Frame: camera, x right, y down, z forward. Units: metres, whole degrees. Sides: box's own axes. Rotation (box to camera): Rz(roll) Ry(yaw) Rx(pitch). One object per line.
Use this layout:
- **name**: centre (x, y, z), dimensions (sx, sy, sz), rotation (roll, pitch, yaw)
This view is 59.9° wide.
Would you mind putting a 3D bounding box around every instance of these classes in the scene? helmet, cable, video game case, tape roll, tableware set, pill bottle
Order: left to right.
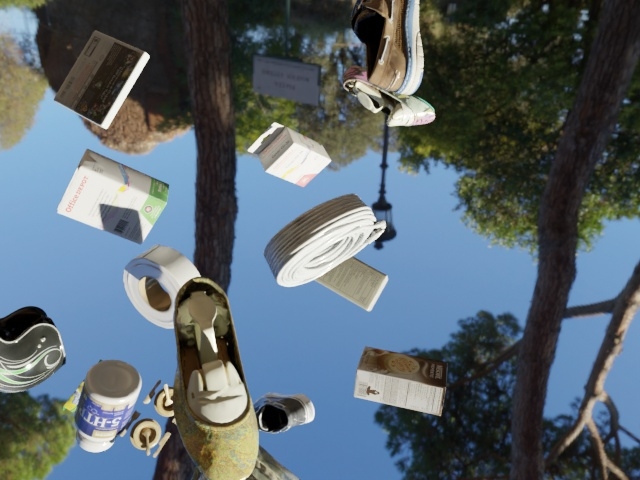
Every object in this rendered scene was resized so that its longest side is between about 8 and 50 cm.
- **helmet**: centre (-0.607, 0.216, 1.098), dimensions (0.161, 0.170, 0.169), rotation (-19, -144, -34)
- **video game case**: centre (-0.493, -0.363, 1.247), dimensions (0.173, 0.191, 0.022), rotation (28, 177, 24)
- **pill bottle**: centre (-0.453, 0.353, 1.168), dimensions (0.111, 0.187, 0.112), rotation (20, -151, -11)
- **tableware set**: centre (-0.475, 0.519, 1.622), dimensions (0.194, 0.128, 0.039), rotation (-57, -165, -22)
- **tape roll**: centre (-0.545, 0.161, 1.930), dimensions (0.286, 0.286, 0.100), rotation (16, -146, 22)
- **cable**: centre (0.000, 0.000, 1.199), dimensions (0.089, 0.257, 0.257), rotation (57, -163, 16)

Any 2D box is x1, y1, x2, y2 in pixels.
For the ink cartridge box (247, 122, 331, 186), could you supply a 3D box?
- **ink cartridge box**: centre (-0.081, -0.222, 1.457), dimensions (0.198, 0.115, 0.067), rotation (16, -140, -50)

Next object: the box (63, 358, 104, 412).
- **box**: centre (-0.731, 0.458, 1.725), dimensions (0.043, 0.179, 0.105), rotation (40, -149, -10)

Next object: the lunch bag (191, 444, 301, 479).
- **lunch bag**: centre (-0.174, 0.597, 1.231), dimensions (0.235, 0.169, 0.287), rotation (44, -166, -11)

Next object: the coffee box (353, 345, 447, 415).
- **coffee box**: centre (0.230, 0.395, 1.580), dimensions (0.246, 0.098, 0.141), rotation (9, -160, 12)

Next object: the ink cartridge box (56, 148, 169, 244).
- **ink cartridge box**: centre (-0.654, -0.135, 1.764), dimensions (0.278, 0.201, 0.117), rotation (25, -147, -27)

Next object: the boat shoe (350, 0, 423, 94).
- **boat shoe**: centre (0.073, -0.257, 0.640), dimensions (0.066, 0.066, 0.183), rotation (2, -113, -21)

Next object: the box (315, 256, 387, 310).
- **box**: centre (0.075, 0.116, 1.987), dimensions (0.311, 0.148, 0.121), rotation (31, 177, 12)

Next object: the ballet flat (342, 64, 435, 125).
- **ballet flat**: centre (0.142, -0.299, 1.209), dimensions (0.221, 0.077, 0.079), rotation (29, -123, -5)

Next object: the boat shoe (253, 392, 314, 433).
- **boat shoe**: centre (-0.140, 0.502, 1.586), dimensions (0.102, 0.108, 0.301), rotation (-11, 173, -39)

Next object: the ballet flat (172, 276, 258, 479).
- **ballet flat**: centre (-0.172, 0.194, 0.863), dimensions (0.123, 0.123, 0.349), rotation (-6, -136, -17)
